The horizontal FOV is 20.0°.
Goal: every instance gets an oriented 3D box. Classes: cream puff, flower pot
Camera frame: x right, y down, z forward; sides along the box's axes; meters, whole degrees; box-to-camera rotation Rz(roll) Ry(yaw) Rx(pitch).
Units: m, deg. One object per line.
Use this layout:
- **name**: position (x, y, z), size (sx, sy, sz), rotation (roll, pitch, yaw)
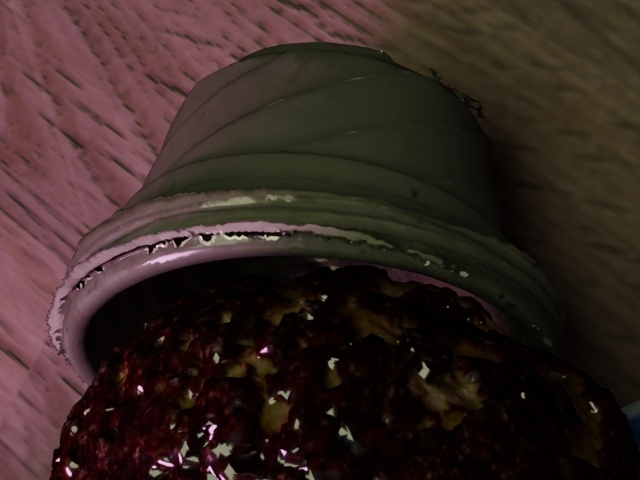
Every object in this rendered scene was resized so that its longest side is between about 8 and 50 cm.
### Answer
- **cream puff**: position (0.014, 0.107, 0.703), size (0.239, 0.239, 0.165), rotation (-4, 52, 33)
- **flower pot**: position (0.000, 0.000, 0.831), size (0.235, 0.235, 0.141), rotation (-11, 57, 32)

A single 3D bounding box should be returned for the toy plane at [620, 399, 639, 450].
- **toy plane**: position (0.233, 0.102, 0.704), size (0.266, 0.122, 0.267), rotation (-10, 70, 28)
